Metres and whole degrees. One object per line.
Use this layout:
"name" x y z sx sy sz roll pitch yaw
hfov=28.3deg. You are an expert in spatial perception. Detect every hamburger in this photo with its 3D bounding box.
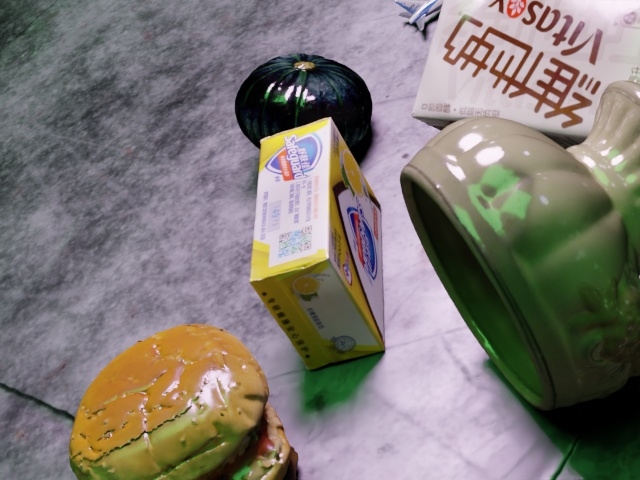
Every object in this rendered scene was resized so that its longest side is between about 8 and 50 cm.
"hamburger" -0.150 0.209 1.342 0.245 0.163 0.244 -15 24 7

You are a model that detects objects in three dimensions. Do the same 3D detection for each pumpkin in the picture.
"pumpkin" -0.020 -0.183 1.740 0.194 0.150 0.194 -10 47 11

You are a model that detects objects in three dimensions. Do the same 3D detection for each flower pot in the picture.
"flower pot" 0.249 -0.007 1.246 0.244 0.307 0.307 -31 37 -4

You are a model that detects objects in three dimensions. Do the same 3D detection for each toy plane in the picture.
"toy plane" 0.216 -0.388 1.894 0.226 0.058 0.226 -30 34 -6

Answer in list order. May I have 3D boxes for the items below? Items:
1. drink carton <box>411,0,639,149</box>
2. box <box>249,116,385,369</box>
"drink carton" 0.288 -0.208 1.527 0.325 0.132 0.194 12 84 42
"box" 0.000 0.000 1.509 0.097 0.168 0.265 -19 37 17
